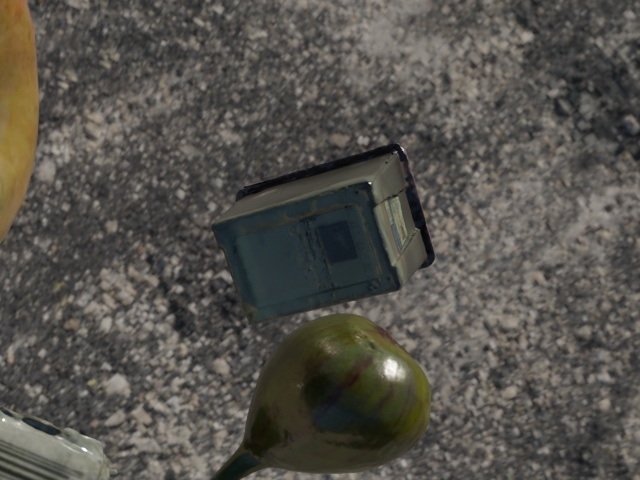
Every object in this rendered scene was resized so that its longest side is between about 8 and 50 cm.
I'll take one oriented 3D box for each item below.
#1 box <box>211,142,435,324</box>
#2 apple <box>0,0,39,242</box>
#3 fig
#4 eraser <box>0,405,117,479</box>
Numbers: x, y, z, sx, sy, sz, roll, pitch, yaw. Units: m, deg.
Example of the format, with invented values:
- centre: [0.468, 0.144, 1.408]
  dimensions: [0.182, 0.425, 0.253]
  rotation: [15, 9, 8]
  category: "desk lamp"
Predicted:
- centre: [0.000, 0.000, 0.462]
  dimensions: [0.063, 0.085, 0.060]
  rotation: [-48, 123, -69]
  category: "box"
- centre: [-0.306, -0.100, 0.667]
  dimensions: [0.251, 0.163, 0.293]
  rotation: [-2, 101, 0]
  category: "apple"
- centre: [-0.020, 0.181, 0.940]
  dimensions: [0.259, 0.151, 0.151]
  rotation: [-45, 92, 6]
  category: "fig"
- centre: [-0.322, 0.321, 0.964]
  dimensions: [0.155, 0.101, 0.332]
  rotation: [28, 71, -19]
  category: "eraser"
